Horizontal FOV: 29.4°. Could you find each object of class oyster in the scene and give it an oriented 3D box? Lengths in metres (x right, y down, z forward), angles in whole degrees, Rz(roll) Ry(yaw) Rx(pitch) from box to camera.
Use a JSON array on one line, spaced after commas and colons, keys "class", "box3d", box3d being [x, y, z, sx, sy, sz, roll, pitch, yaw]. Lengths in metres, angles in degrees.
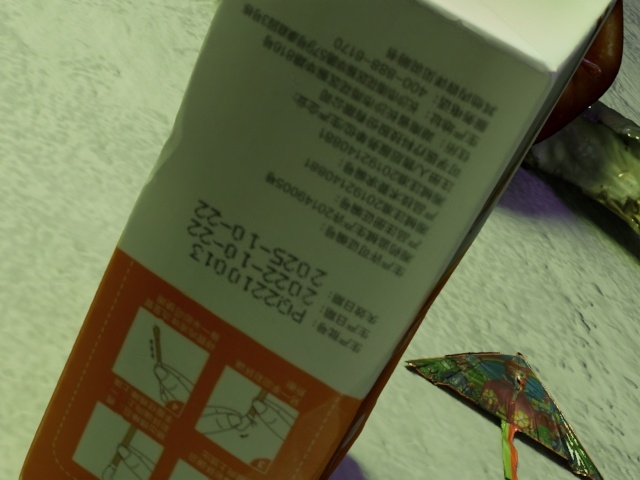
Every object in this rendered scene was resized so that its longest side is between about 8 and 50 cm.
[{"class": "oyster", "box3d": [0.325, -0.092, 1.382, 0.166, 0.110, 0.341, 15, 20, -43]}]

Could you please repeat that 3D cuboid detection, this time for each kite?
[{"class": "kite", "box3d": [0.148, 0.133, 0.950, 0.190, 0.010, 0.159, 32, 30, -2]}]

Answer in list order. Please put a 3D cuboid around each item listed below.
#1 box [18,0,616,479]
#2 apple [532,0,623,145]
[{"class": "box", "box3d": [0.000, 0.000, 0.644, 0.143, 0.341, 0.225, 30, 27, 8]}, {"class": "apple", "box3d": [0.163, -0.249, 1.267, 0.288, 0.288, 0.317, 8, 25, -41]}]
